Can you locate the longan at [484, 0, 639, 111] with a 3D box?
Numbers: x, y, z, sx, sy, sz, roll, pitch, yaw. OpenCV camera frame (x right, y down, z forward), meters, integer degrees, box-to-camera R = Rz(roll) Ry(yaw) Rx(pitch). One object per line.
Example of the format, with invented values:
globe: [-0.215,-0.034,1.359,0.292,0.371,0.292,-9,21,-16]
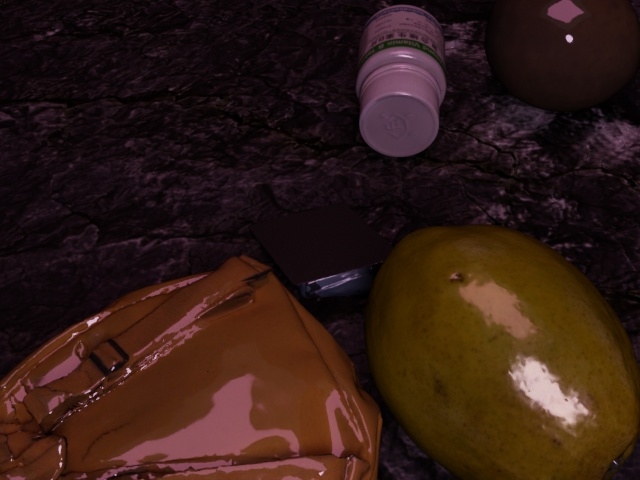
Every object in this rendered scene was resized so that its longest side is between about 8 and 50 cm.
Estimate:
longan: [0.366,-0.305,1.454,0.248,0.248,0.248,-1,43,1]

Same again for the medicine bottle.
medicine bottle: [0.120,-0.241,1.444,0.139,0.139,0.237,3,43,5]

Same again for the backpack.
backpack: [-0.137,0.191,0.937,0.378,0.201,0.353,-11,45,-13]

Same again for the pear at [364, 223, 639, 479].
pear: [0.184,0.121,0.966,0.253,0.253,0.307,-31,54,-28]

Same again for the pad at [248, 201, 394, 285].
pad: [0.000,0.000,1.234,0.143,0.003,0.211,-15,25,-14]

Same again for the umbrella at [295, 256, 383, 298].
umbrella: [0.092,0.037,1.207,0.250,0.052,0.053,-7,10,-4]
